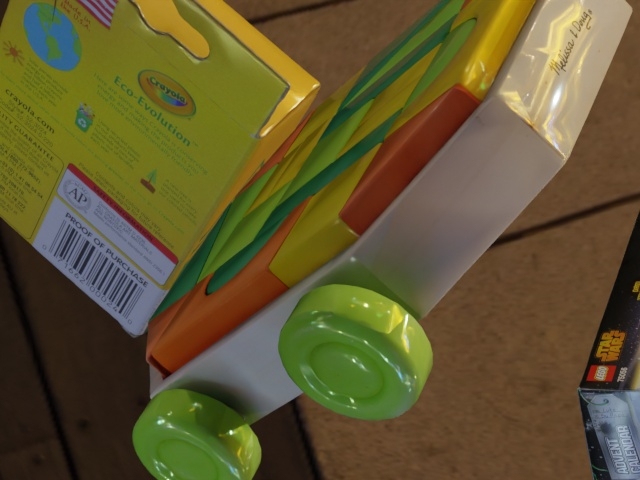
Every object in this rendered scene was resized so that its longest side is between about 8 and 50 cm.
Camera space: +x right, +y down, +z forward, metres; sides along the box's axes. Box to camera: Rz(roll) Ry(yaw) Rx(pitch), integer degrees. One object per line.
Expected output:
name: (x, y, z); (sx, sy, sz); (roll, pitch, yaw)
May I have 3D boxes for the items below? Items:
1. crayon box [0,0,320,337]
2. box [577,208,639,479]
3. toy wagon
crayon box: (-0.133, -0.090, 0.972); (0.202, 0.318, 0.081); (42, 50, 3)
box: (0.132, 0.052, 0.530); (0.137, 0.027, 0.094); (-56, 137, -50)
toy wagon: (0.000, 0.000, 0.654); (0.068, 0.344, 0.267); (42, 47, -12)
